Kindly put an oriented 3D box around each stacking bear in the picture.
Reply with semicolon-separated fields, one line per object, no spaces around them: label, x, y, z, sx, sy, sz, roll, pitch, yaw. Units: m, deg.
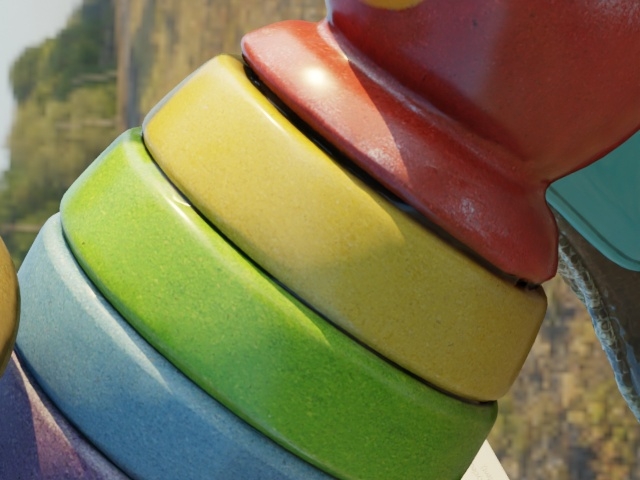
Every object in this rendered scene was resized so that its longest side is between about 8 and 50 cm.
stacking bear;0.000;0.000;0.490;0.289;0.164;0.175;-52;45;10

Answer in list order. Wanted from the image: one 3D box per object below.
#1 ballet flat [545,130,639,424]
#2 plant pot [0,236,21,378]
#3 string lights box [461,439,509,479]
ballet flat;0.201;-0.009;0.924;0.483;0.164;0.182;49;-171;-26
plant pot;-0.197;0.012;0.407;0.236;0.236;0.032;-100;10;-58
string lights box;-0.046;0.154;0.607;0.077;0.260;0.133;84;162;-50
